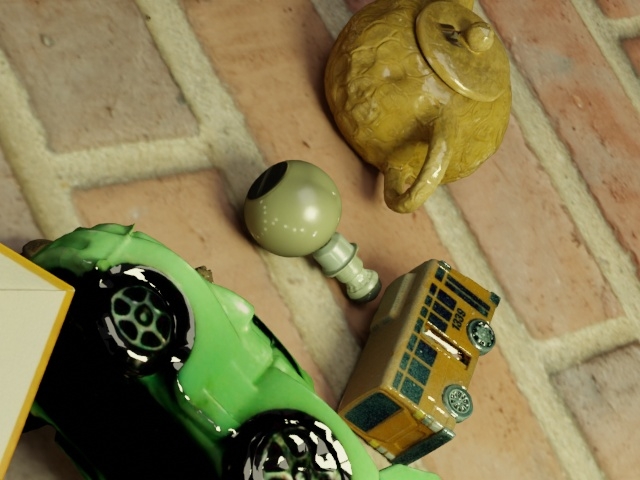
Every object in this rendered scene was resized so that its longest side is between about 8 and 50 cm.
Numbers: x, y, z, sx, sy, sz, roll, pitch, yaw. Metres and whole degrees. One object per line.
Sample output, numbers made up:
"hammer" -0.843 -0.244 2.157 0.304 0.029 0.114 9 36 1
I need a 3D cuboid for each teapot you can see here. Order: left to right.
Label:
"teapot" 0.119 -0.162 1.549 0.203 0.167 0.311 30 48 -20

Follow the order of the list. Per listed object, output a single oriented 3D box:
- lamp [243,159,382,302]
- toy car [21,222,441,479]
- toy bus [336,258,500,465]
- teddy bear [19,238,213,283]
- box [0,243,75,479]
"lamp" 0.000 0.000 1.415 0.163 0.091 0.091 49 41 -24
"toy car" -0.087 0.136 1.132 0.359 0.213 0.176 50 48 -8
"toy bus" 0.091 0.107 1.400 0.103 0.091 0.182 37 47 -12
"teddy bear" -0.174 0.048 1.247 0.160 0.078 0.119 16 31 -2
"box" -0.347 0.111 0.940 0.259 0.214 0.283 35 52 -26
